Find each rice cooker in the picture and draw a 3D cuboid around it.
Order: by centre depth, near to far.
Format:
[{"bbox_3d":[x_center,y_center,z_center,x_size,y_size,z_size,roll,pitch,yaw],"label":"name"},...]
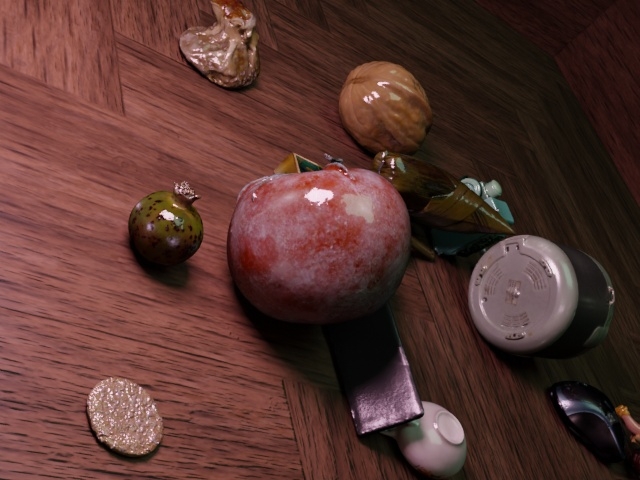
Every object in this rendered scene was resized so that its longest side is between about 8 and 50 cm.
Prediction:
[{"bbox_3d":[0.504,0.133,2.089,0.277,0.288,0.288,13,45,-49],"label":"rice cooker"}]

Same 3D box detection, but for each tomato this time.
[{"bbox_3d":[0.000,0.000,1.544,0.317,0.317,0.282,-3,86,-54],"label":"tomato"}]

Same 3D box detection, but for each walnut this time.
[{"bbox_3d":[0.163,-0.317,2.229,0.261,0.225,0.225,32,33,-35],"label":"walnut"}]

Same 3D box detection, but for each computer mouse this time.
[{"bbox_3d":[0.634,0.408,2.111,0.233,0.096,0.137,42,30,-8],"label":"computer mouse"}]

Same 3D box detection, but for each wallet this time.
[{"bbox_3d":[0.094,0.220,1.606,0.025,0.124,0.244,60,11,-53],"label":"wallet"}]

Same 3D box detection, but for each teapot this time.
[{"bbox_3d":[0.191,0.347,1.617,0.226,0.092,0.145,29,34,-24],"label":"teapot"}]

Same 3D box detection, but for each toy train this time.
[{"bbox_3d":[0.353,-0.053,2.181,0.112,0.203,0.163,8,57,-53],"label":"toy train"}]

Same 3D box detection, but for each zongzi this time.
[{"bbox_3d":[0.272,-0.088,2.009,0.300,0.138,0.286,25,2,25],"label":"zongzi"}]

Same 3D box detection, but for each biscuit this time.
[{"bbox_3d":[-0.261,0.236,1.224,0.120,0.015,0.120,32,34,-25],"label":"biscuit"}]

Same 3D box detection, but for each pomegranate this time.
[{"bbox_3d":[-0.244,-0.025,1.442,0.130,0.130,0.130,33,33,-25],"label":"pomegranate"}]

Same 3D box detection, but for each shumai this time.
[{"bbox_3d":[-0.193,-0.430,1.963,0.209,0.153,0.161,10,40,-43],"label":"shumai"}]

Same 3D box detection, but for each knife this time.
[{"bbox_3d":[0.185,-0.005,1.990,0.343,0.027,0.061,31,38,-55],"label":"knife"}]

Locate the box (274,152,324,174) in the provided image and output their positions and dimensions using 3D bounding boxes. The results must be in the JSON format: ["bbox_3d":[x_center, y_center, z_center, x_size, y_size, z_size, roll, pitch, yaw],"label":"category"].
[{"bbox_3d":[0.023,-0.068,1.894,0.240,0.071,0.159,23,40,-39],"label":"box"}]

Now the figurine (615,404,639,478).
[{"bbox_3d":[0.788,0.498,2.167,0.175,0.116,0.240,9,58,-80],"label":"figurine"}]

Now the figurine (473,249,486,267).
[{"bbox_3d":[0.431,0.061,2.262,0.082,0.094,0.086,-67,152,-19],"label":"figurine"}]
